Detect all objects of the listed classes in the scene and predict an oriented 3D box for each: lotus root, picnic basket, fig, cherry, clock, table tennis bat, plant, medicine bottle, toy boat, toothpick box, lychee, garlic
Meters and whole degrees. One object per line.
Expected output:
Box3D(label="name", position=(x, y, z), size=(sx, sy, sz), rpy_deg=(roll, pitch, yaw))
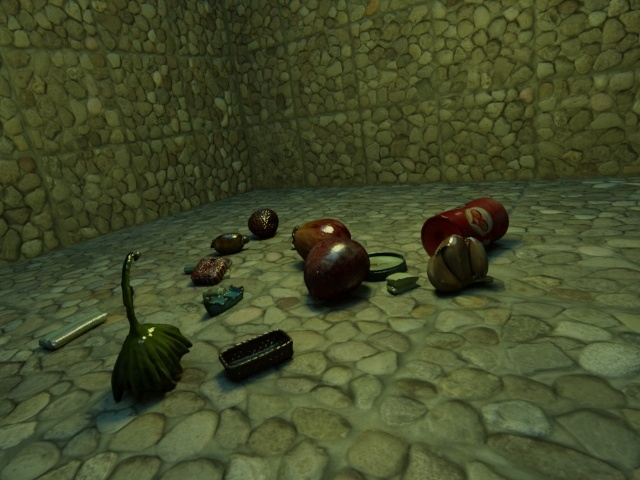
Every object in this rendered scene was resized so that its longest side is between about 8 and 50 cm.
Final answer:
Box3D(label="lotus root", position=(-0.476, 0.013, 2.157), size=(0.210, 0.120, 0.120), rpy_deg=(-9, 16, -8))
Box3D(label="picnic basket", position=(-0.169, 0.306, 1.093), size=(0.194, 0.054, 0.110), rpy_deg=(-16, 19, -27))
Box3D(label="fig", position=(0.010, 0.008, 1.775), size=(0.263, 0.223, 0.224), rpy_deg=(-4, 16, 26))
Box3D(label="cherry", position=(0.051, 0.099, 1.451), size=(0.231, 0.202, 0.300), rpy_deg=(5, 34, 33))
Box3D(label="clock", position=(0.230, 0.100, 1.625), size=(0.226, 0.048, 0.226), rpy_deg=(-9, 16, 3))
Box3D(label="table tennis bat", position=(-0.526, 0.125, 1.897), size=(0.245, 0.040, 0.153), rpy_deg=(-6, 23, 17))
Box3D(label="plant", position=(-0.487, 0.238, 1.036), size=(0.180, 0.333, 0.251), rpy_deg=(-21, 27, 10))
Box3D(label="medicine bottle", position=(-0.406, 0.207, 1.564), size=(0.084, 0.047, 0.047), rpy_deg=(-6, 16, 11))
Box3D(label="toy boat", position=(-0.356, 0.208, 1.481), size=(0.075, 0.077, 0.185), rpy_deg=(2, 19, 29))
Box3D(label="toothpick box", position=(0.597, -0.046, 1.674), size=(0.334, 0.204, 0.204), rpy_deg=(-19, 19, -34))
Box3D(label="lychee", position=(-0.334, -0.101, 2.372), size=(0.188, 0.187, 0.188), rpy_deg=(-7, 16, 2))
Box3D(label="garlic", position=(0.459, 0.082, 1.397), size=(0.214, 0.191, 0.160), rpy_deg=(-19, -9, 2))

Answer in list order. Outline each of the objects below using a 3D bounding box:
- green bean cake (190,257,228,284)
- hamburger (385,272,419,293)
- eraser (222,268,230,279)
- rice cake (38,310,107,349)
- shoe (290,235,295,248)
Box3D(label="green bean cake", position=(-0.486, 0.131, 1.780), size=(0.136, 0.056, 0.135), rpy_deg=(-2, 37, 17))
Box3D(label="hamburger", position=(0.282, 0.145, 1.445), size=(0.121, 0.054, 0.084), rpy_deg=(-13, 12, -26))
Box3D(label="eraser", position=(-0.424, 0.149, 1.821), size=(0.038, 0.019, 0.083), rpy_deg=(-13, 16, -10))
Box3D(label="rice cake", position=(-0.862, 0.312, 1.436), size=(0.080, 0.042, 0.222), rpy_deg=(-1, 16, 27))
Box3D(label="shoe", position=(-0.081, 0.002, 2.073), size=(0.143, 0.071, 0.064), rpy_deg=(-4, 17, -2))
